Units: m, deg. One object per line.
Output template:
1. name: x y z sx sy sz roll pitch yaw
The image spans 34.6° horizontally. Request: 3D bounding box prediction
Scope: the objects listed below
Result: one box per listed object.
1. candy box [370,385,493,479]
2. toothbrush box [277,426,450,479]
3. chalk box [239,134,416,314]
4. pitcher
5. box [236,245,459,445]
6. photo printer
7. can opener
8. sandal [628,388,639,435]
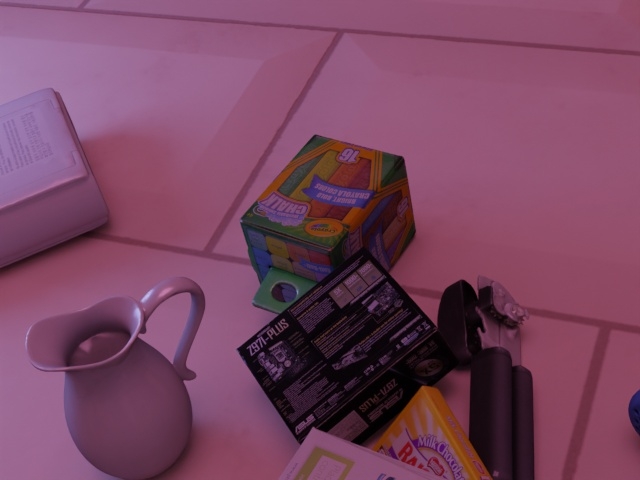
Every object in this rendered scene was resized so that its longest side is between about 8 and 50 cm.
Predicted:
1. candy box: 0.116 0.244 0.952 0.105 0.027 0.206 -54 40 22
2. toothbrush box: 0.017 0.314 0.767 0.122 0.283 0.206 17 52 27
3. chalk box: 0.000 0.000 1.196 0.132 0.132 0.213 17 52 29
4. pitcher: -0.181 0.139 1.045 0.178 0.207 0.125 -27 45 -14
5. box: 0.027 0.121 1.075 0.180 0.077 0.147 -40 48 -2
6. photo printer: -0.463 -0.064 1.391 0.307 0.107 0.256 -24 45 -10
7. can opener: 0.175 0.152 1.060 0.093 0.074 0.280 -33 33 31
8. sandal: 0.363 0.243 0.876 0.138 0.126 0.317 -28 44 -9
